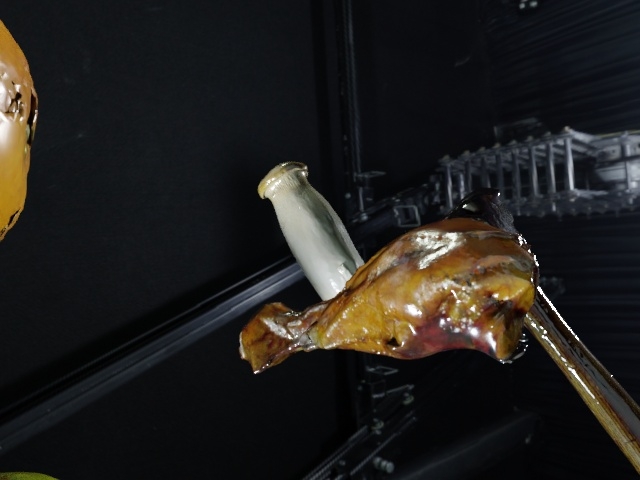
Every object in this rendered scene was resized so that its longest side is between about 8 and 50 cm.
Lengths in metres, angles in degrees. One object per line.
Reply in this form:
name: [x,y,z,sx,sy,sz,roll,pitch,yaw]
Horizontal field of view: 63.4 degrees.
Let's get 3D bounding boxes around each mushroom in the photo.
mushroom: [-0.003,0.003,1.146,0.407,0.137,0.154,55,-156,14]

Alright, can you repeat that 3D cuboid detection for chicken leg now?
chicken leg: [0.027,0.061,0.427,0.093,0.304,0.113,53,-139,-16]

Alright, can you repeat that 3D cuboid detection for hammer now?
hammer: [0.295,0.112,0.648,0.409,0.095,0.242,51,-154,9]

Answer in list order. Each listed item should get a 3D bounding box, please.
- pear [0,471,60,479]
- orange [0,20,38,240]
pear: [-0.532,0.518,0.854,0.269,0.321,0.269,-10,-90,-71]
orange: [-0.316,-0.081,0.333,0.246,0.246,0.246,3,-94,-40]
